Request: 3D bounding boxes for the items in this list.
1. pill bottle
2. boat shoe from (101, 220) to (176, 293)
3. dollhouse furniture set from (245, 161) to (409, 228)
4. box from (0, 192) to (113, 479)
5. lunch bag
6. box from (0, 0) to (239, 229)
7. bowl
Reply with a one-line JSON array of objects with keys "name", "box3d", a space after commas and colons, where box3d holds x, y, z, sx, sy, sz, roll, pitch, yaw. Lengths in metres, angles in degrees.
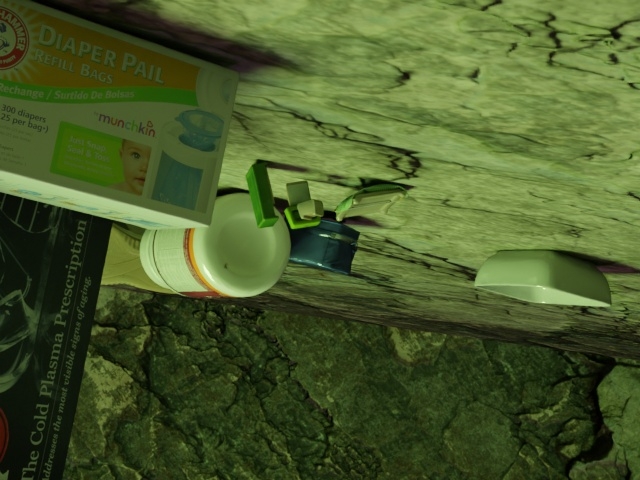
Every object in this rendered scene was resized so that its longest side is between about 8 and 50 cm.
[{"name": "pill bottle", "box3d": [-0.136, 0.009, 1.352, 0.121, 0.121, 0.221, 13, 171, -27]}, {"name": "boat shoe", "box3d": [-0.295, 0.003, 1.582, 0.285, 0.103, 0.092, 14, -157, -30]}, {"name": "dollhouse furniture set", "box3d": [0.005, -0.053, 1.112, 0.151, 0.059, 0.076, -9, 169, -15]}, {"name": "box", "box3d": [-0.344, 0.024, 0.872, 0.179, 0.343, 0.312, 5, 172, 35]}, {"name": "lunch bag", "box3d": [0.000, 0.000, 1.339, 0.098, 0.065, 0.067, 11, 176, 26]}, {"name": "box", "box3d": [-0.173, -0.084, 0.742, 0.203, 0.114, 0.103, 14, 172, -32]}, {"name": "bowl", "box3d": [0.283, 0.046, 1.407, 0.142, 0.053, 0.142, 13, 171, -37]}]
